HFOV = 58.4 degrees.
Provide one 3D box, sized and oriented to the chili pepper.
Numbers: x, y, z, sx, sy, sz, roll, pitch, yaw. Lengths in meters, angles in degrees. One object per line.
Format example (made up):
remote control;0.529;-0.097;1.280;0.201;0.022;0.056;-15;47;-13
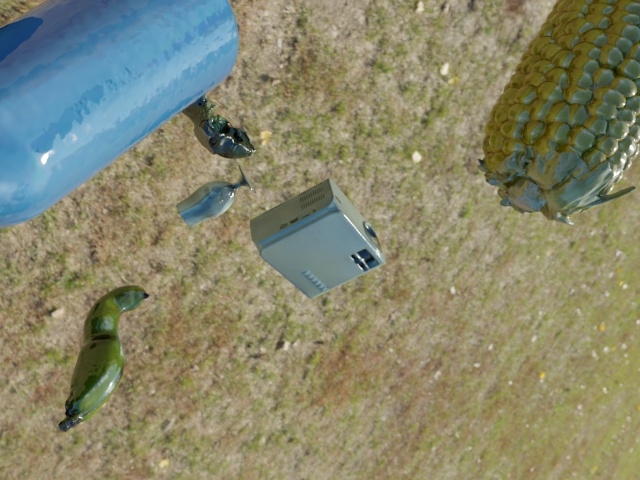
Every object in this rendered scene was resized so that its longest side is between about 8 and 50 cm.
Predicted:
chili pepper;-0.269;-0.290;1.353;0.116;0.148;0.264;-40;99;-28

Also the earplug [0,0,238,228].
earplug;-0.182;-0.112;0.424;0.273;0.132;0.132;-60;150;-44

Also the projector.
projector;0.000;0.000;1.230;0.198;0.108;0.250;-27;138;17

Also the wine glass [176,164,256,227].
wine glass;-0.279;-0.114;1.523;0.202;0.093;0.093;-28;136;2

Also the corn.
corn;0.192;-0.133;0.364;0.260;0.091;0.091;-58;-176;-1

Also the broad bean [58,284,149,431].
broad bean;-0.270;0.139;0.710;0.048;0.070;0.213;90;5;-46
